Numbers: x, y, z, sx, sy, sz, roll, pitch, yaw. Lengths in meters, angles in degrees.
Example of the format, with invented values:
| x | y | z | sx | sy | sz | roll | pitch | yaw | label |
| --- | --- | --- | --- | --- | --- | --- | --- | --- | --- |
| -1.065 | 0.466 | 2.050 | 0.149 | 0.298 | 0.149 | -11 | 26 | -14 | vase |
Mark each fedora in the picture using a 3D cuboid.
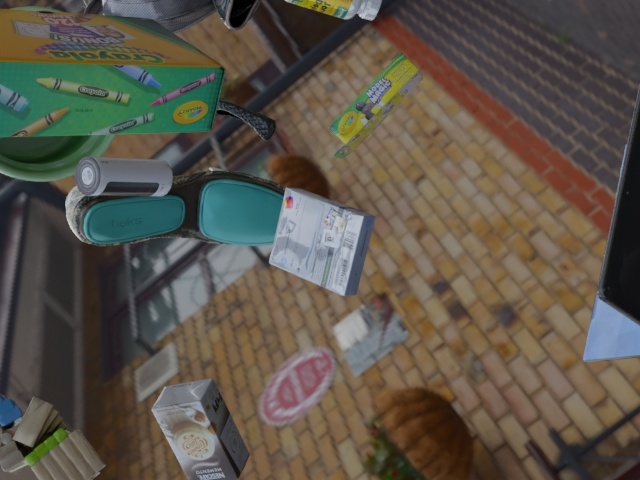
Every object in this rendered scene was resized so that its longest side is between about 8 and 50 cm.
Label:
| x | y | z | sx | sy | sz | roll | pitch | yaw | label |
| --- | --- | --- | --- | --- | --- | --- | --- | --- | --- |
| -0.262 | -0.434 | 1.627 | 0.275 | 0.244 | 0.124 | -50 | -38 | -46 | fedora |

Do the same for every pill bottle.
| x | y | z | sx | sy | sz | roll | pitch | yaw | label |
| --- | --- | --- | --- | --- | --- | --- | --- | --- | --- |
| 0.030 | -0.565 | 2.276 | 0.208 | 0.117 | 0.117 | 14 | -162 | -15 | pill bottle |

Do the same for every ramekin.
| x | y | z | sx | sy | sz | roll | pitch | yaw | label |
| --- | --- | --- | --- | --- | --- | --- | --- | --- | --- |
| -0.520 | -0.259 | 1.819 | 0.303 | 0.303 | 0.148 | 49 | 161 | -24 | ramekin |

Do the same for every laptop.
| x | y | z | sx | sy | sz | roll | pitch | yaw | label |
| --- | --- | --- | --- | --- | --- | --- | --- | --- | --- |
| 0.420 | -0.049 | 1.427 | 0.236 | 0.382 | 0.408 | 2 | 162 | 43 | laptop |

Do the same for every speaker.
| x | y | z | sx | sy | sz | roll | pitch | yaw | label |
| --- | --- | --- | --- | --- | --- | --- | --- | --- | --- |
| -0.273 | -0.089 | 1.424 | 0.136 | 0.055 | 0.055 | -2 | -130 | -52 | speaker |

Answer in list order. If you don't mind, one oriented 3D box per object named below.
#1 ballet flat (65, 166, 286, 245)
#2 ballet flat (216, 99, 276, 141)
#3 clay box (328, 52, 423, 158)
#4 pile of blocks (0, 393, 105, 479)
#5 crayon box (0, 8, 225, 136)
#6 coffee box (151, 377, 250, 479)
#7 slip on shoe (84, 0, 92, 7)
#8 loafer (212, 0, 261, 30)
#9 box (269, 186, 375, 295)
| x | y | z | sx | sy | sz | roll | pitch | yaw | label |
| --- | --- | --- | --- | --- | --- | --- | --- | --- | --- |
| -0.272 | -0.081 | 2.039 | 0.483 | 0.164 | 0.182 | -2 | -151 | -24 | ballet flat |
| -0.175 | -0.259 | 2.133 | 0.173 | 0.049 | 0.057 | 22 | -179 | 15 | ballet flat |
| 0.096 | -0.249 | 1.912 | 0.053 | 0.222 | 0.127 | 46 | -172 | 6 | clay box |
| -0.555 | 0.354 | 1.854 | 0.362 | 0.149 | 0.112 | 25 | 164 | 6 | pile of blocks |
| -0.264 | -0.180 | 1.083 | 0.278 | 0.081 | 0.165 | -7 | -148 | -41 | crayon box |
| -0.291 | 0.473 | 2.497 | 0.098 | 0.141 | 0.246 | -65 | -43 | -58 | coffee box |
| -0.434 | -0.454 | 1.958 | 0.135 | 0.041 | 0.051 | 79 | -161 | -51 | slip on shoe |
| -0.078 | -0.425 | 1.475 | 0.096 | 0.267 | 0.084 | 13 | -142 | -23 | loafer |
| 0.000 | 0.000 | 1.776 | 0.186 | 0.145 | 0.038 | 21 | -167 | 37 | box |
